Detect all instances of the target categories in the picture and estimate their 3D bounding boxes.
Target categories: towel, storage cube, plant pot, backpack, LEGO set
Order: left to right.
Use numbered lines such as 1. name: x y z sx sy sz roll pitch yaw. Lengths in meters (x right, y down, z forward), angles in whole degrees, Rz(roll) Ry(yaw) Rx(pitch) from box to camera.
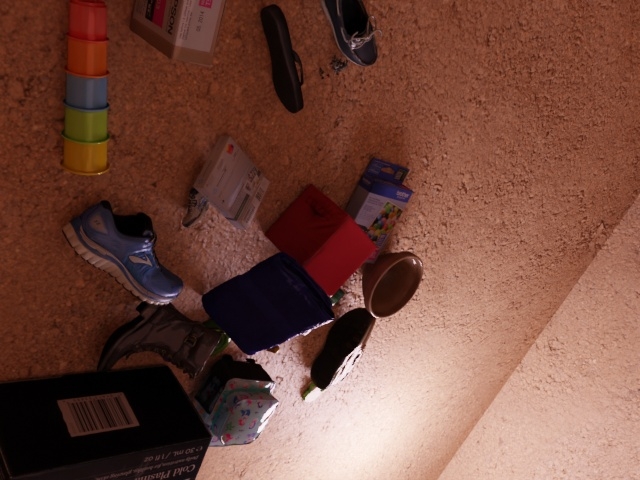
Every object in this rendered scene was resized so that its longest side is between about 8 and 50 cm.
1. backpack: -0.262 0.493 1.833 0.225 0.191 0.254 19 111 -48
2. towel: -0.137 0.164 1.611 0.308 0.076 0.228 -28 109 31
3. storage cube: 0.000 0.000 1.683 0.193 0.183 0.215 -47 140 0
4. LEGO set: 0.037 -0.419 1.521 0.083 0.023 0.054 -45 139 -5
5. plant pot: 0.212 0.124 2.010 0.237 0.109 0.238 -25 133 -29

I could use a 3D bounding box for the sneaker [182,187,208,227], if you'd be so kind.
1. sneaker: -0.292 -0.095 1.466 0.058 0.052 0.135 37 83 -44

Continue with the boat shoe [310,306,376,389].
1. boat shoe: 0.086 0.358 2.087 0.119 0.122 0.324 7 123 -49

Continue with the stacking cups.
1. stacking cups: -0.431 -0.285 1.169 0.096 0.096 0.316 -6 122 -38

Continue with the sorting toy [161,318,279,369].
1. sorting toy: -0.254 0.295 1.727 0.365 0.126 0.127 -8 124 -38

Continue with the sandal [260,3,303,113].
1. sandal: -0.070 -0.398 1.390 0.054 0.097 0.255 -30 135 -21

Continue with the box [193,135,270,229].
1. box: -0.205 -0.133 1.472 0.186 0.038 0.145 49 58 -50

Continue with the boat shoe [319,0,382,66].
1. boat shoe: 0.082 -0.501 1.457 0.095 0.079 0.255 -42 138 -9

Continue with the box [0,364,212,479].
1. box: -0.594 0.599 1.538 0.479 0.297 0.472 3 120 -42

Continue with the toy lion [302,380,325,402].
1. toy lion: -0.015 0.526 2.181 0.100 0.034 0.096 -13 134 -35

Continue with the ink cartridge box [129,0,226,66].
1. ink cartridge box: -0.248 -0.458 1.117 0.088 0.193 0.235 -2 120 -40

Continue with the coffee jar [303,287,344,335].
1. coffee jar: -0.021 0.193 1.874 0.184 0.096 0.079 -48 136 -3

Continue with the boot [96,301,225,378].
1. boot: -0.393 0.273 1.548 0.229 0.091 0.263 43 86 -21

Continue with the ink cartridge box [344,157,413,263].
1. ink cartridge box: 0.157 -0.082 1.854 0.185 0.065 0.311 10 111 -45

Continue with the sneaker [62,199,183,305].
1. sneaker: -0.406 0.029 1.394 0.147 0.130 0.330 -44 138 -2
